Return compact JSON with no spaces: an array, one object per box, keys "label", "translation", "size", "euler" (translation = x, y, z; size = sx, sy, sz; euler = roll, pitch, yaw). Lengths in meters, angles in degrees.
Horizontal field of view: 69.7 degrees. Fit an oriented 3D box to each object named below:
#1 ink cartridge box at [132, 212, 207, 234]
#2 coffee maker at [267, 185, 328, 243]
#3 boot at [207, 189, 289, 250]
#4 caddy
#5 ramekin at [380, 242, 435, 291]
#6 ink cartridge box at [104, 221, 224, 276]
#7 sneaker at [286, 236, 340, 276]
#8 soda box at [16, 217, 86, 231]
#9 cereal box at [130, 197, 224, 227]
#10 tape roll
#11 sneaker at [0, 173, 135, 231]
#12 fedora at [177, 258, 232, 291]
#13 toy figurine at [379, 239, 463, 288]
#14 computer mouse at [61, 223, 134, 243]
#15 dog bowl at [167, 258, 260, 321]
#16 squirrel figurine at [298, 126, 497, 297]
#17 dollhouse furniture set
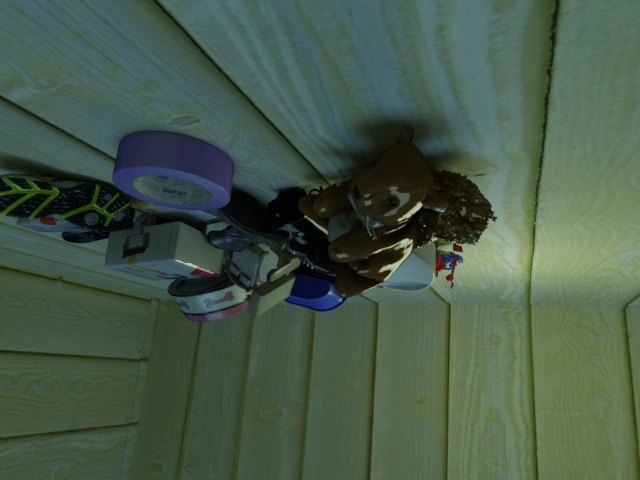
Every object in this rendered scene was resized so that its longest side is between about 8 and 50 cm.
[{"label":"ink cartridge box","translation":[-0.537,-0.034,1.626],"size":[0.193,0.088,0.234],"euler":[17,160,-35]},{"label":"coffee maker","translation":[-0.036,-0.066,1.307],"size":[0.171,0.120,0.178],"euler":[-4,163,25]},{"label":"boot","translation":[-0.264,-0.034,1.413],"size":[0.222,0.118,0.338],"euler":[-17,156,23]},{"label":"caddy","translation":[-0.039,0.137,1.783],"size":[0.340,0.242,0.179],"euler":[12,162,26]},{"label":"ramekin","translation":[0.247,0.045,1.488],"size":[0.272,0.127,0.273],"euler":[16,149,10]},{"label":"ink cartridge box","translation":[-0.505,0.044,1.501],"size":[0.305,0.131,0.226],"euler":[-7,160,27]},{"label":"sneaker","translation":[0.000,0.000,1.413],"size":[0.106,0.163,0.281],"euler":[16,-171,-41]},{"label":"soda box","translation":[-0.859,-0.085,1.529],"size":[0.285,0.091,0.098],"euler":[-1,163,18]},{"label":"cereal box","translation":[-0.433,-0.101,1.426],"size":[0.172,0.048,0.240],"euler":[-9,161,36]},{"label":"tape roll","translation":[-0.352,-0.159,1.118],"size":[0.274,0.090,0.275],"euler":[5,164,1]},{"label":"sneaker","translation":[-0.735,-0.126,1.335],"size":[0.384,0.145,0.147],"euler":[15,-168,-41]},{"label":"fedora","translation":[-0.479,0.104,1.927],"size":[0.243,0.125,0.275],"euler":[-2,-162,39]},{"label":"toy figurine","translation":[0.384,0.096,1.672],"size":[0.362,0.192,0.217],"euler":[-9,165,43]},{"label":"computer mouse","translation":[-0.819,-0.049,1.710],"size":[0.271,0.072,0.188],"euler":[-8,162,-1]},{"label":"dog bowl","translation":[-0.446,0.217,2.018],"size":[0.407,0.151,0.408],"euler":[-12,-164,3]},{"label":"squirrel figurine","translation":[0.180,-0.085,1.027],"size":[0.396,0.281,0.370],"euler":[-9,156,-18]},{"label":"dollhouse furniture set","translation":[-0.276,0.080,1.630],"size":[0.173,0.355,0.304],"euler":[-30,150,-45]}]
